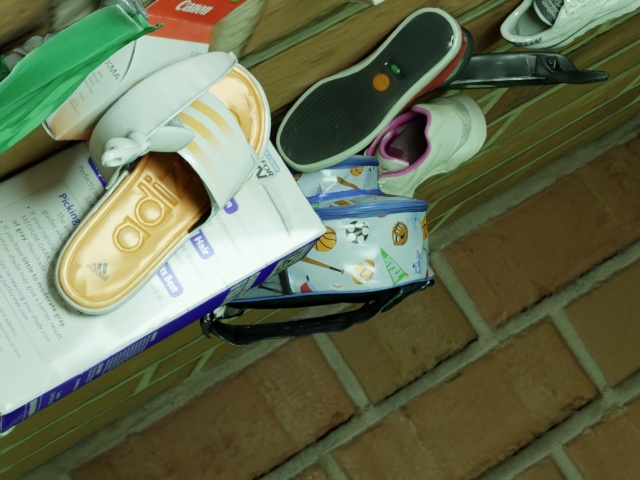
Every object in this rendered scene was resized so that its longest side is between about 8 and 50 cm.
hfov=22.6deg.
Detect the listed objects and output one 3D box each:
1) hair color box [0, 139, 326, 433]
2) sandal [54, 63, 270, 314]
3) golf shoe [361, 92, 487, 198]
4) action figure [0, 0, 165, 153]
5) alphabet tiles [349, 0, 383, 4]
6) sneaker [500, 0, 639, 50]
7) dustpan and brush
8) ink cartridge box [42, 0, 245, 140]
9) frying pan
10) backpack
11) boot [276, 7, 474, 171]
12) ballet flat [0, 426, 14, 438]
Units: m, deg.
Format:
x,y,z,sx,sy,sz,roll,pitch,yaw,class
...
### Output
x,y,z,sx,sy,sz,roll,pitch,yaw,class
-0.187,0.007,1.446,0.339,0.185,0.110,-30,172,-17,hair color box
-0.125,-0.046,1.375,0.265,0.102,0.076,-55,-172,-18,sandal
0.088,-0.100,2.234,0.306,0.115,0.140,-44,157,28,golf shoe
-0.222,-0.100,1.097,0.232,0.063,0.137,-34,174,7,action figure
0.109,-0.242,1.308,0.198,0.009,0.237,-30,-159,-14,alphabet tiles
0.323,-0.305,1.931,0.235,0.090,0.095,-39,161,32,sneaker
-0.137,-0.084,1.239,0.147,0.060,0.211,-42,171,16,dustpan and brush
-0.125,-0.144,1.281,0.179,0.045,0.145,-32,173,18,ink cartridge box
0.233,-0.208,1.965,0.197,0.053,0.326,-3,-178,2,frying pan
0.000,0.000,1.879,0.263,0.213,0.276,2,-172,16,backpack
0.068,-0.161,1.800,0.244,0.088,0.176,-38,173,11,boot
-0.435,0.195,1.836,0.409,0.147,0.147,-28,171,-34,ballet flat
